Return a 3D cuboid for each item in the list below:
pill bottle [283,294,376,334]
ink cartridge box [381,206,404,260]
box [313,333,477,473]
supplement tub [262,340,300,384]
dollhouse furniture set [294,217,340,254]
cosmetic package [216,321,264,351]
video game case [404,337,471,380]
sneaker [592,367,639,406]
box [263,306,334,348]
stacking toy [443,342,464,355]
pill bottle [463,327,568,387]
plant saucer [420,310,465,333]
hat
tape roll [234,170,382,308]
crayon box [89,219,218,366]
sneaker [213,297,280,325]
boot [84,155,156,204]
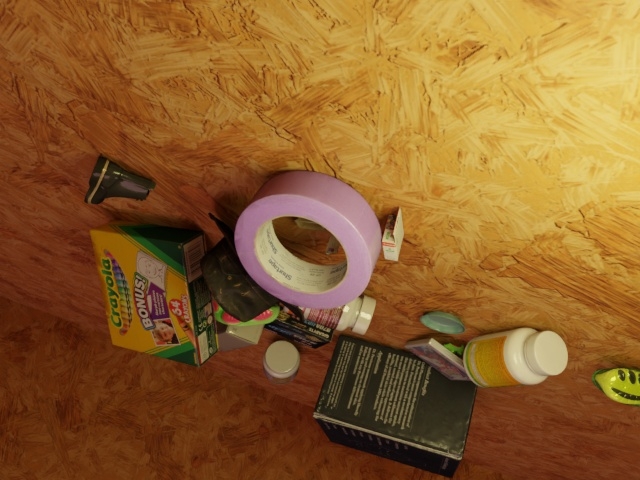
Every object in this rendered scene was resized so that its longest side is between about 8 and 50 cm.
[{"bbox_3d":[0.024,0.164,1.584,0.221,0.121,0.121,20,156,-1],"label":"pill bottle"},{"bbox_3d":[0.140,-0.013,1.182,0.029,0.063,0.115,9,154,16],"label":"ink cartridge box"},{"bbox_3d":[0.267,0.581,2.088,0.472,0.297,0.480,14,156,15],"label":"box"},{"bbox_3d":[-0.152,0.472,2.357,0.144,0.144,0.199,18,156,3],"label":"supplement tub"},{"bbox_3d":[0.000,0.000,1.294,0.114,0.081,0.091,7,154,26],"label":"dollhouse furniture set"},{"bbox_3d":[-0.287,0.266,1.998,0.113,0.160,0.309,27,156,-20],"label":"cosmetic package"},{"bbox_3d":[0.355,0.351,1.776,0.183,0.023,0.201,36,163,-3],"label":"video game case"},{"bbox_3d":[0.808,0.368,1.490,0.296,0.109,0.123,21,179,-9],"label":"sneaker"},{"bbox_3d":[-0.083,0.291,2.027,0.220,0.051,0.175,24,156,-11],"label":"box"},{"bbox_3d":[0.473,0.346,1.736,0.221,0.052,0.167,10,153,25],"label":"stacking toy"},{"bbox_3d":[0.476,0.287,1.488,0.136,0.136,0.246,26,156,-16],"label":"pill bottle"},{"bbox_3d":[0.320,0.211,1.585,0.119,0.021,0.119,16,156,8],"label":"plant saucer"},{"bbox_3d":[-0.184,0.096,1.389,0.331,0.134,0.331,48,176,5],"label":"hat"},{"bbox_3d":[-0.024,0.004,1.179,0.275,0.090,0.274,11,129,14],"label":"tape roll"},{"bbox_3d":[-0.452,0.140,1.663,0.313,0.106,0.363,7,113,24],"label":"crayon box"},{"bbox_3d":[-0.320,0.147,1.800,0.483,0.185,0.202,8,176,26],"label":"sneaker"},{"bbox_3d":[-0.473,-0.112,1.428,0.137,0.077,0.198,21,158,-18],"label":"boot"}]
